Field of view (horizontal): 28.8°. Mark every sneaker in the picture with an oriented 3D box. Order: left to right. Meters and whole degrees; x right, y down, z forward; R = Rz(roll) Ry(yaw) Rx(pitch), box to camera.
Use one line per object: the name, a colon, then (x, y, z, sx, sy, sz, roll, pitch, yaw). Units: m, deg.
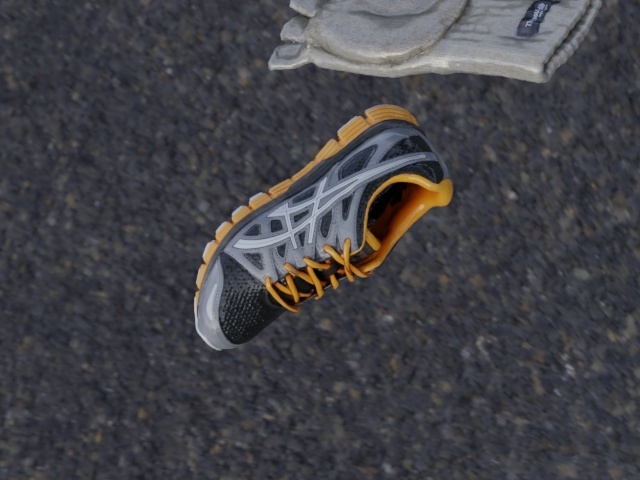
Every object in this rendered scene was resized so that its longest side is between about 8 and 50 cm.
sneaker: (0.000, 0.000, 0.859, 0.215, 0.084, 0.083, -45, 50, 3)

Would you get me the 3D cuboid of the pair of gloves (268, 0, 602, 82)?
pair of gloves: (0.095, -0.178, 0.760, 0.204, 0.042, 0.240, 10, 53, 31)
